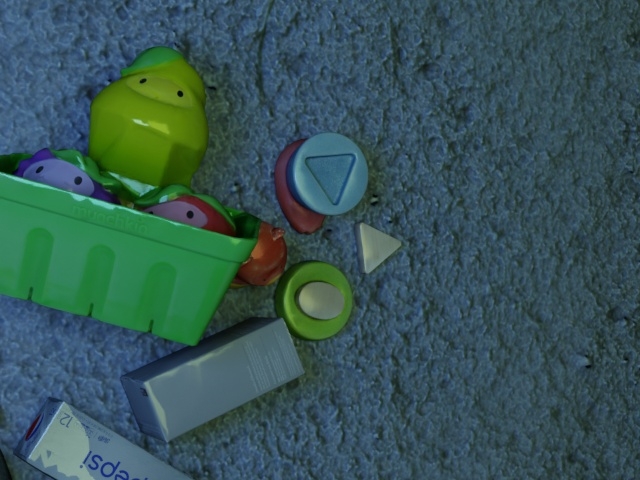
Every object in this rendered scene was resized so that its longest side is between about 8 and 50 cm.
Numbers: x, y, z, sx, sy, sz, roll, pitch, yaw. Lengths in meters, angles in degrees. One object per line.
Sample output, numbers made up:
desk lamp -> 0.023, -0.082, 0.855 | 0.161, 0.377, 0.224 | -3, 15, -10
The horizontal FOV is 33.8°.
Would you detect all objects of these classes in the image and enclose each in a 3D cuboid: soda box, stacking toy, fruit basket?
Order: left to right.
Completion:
soda box -> -0.287, 0.337, 1.507 | 0.286, 0.091, 0.098 | 36, 72, -21
fruit basket -> -0.250, -0.085, 1.421 | 0.392, 0.283, 0.392 | 0, 99, -2
stacking toy -> 0.000, 0.000, 1.644 | 0.279, 0.130, 0.309 | 46, 70, -17

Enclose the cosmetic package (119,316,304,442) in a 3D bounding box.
cosmetic package -> -0.161, 0.200, 1.558 | 0.238, 0.127, 0.107 | -26, 99, -23

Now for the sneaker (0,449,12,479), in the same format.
sneaker -> -0.377, 0.463, 1.436 | 0.202, 0.185, 0.483 | -36, 107, -42
